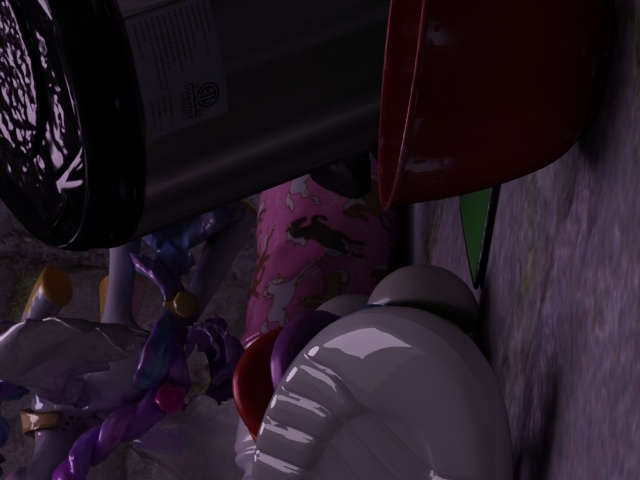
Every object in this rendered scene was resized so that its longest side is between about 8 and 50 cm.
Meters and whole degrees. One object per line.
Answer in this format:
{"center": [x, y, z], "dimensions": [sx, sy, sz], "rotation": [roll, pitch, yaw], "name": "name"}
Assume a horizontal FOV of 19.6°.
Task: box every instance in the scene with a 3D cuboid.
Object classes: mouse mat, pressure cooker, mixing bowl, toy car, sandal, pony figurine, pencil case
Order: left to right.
{"center": [-0.166, 0.114, 1.576], "dimensions": [0.351, 0.303, 0.363], "rotation": [-31, 33, 42], "name": "pony figurine"}
{"center": [-0.078, -0.211, 1.466], "dimensions": [0.375, 0.420, 0.370], "rotation": [58, 155, 20], "name": "pressure cooker"}
{"center": [0.000, 0.000, 1.799], "dimensions": [0.160, 0.167, 0.386], "rotation": [63, -158, -43], "name": "pencil case"}
{"center": [0.017, 0.096, 1.210], "dimensions": [0.182, 0.136, 0.159], "rotation": [-26, 52, 51], "name": "toy car"}
{"center": [0.043, 0.195, 1.085], "dimensions": [0.102, 0.169, 0.416], "rotation": [-31, -39, -41], "name": "sandal"}
{"center": [0.111, -0.071, 1.278], "dimensions": [0.189, 0.007, 0.152], "rotation": [-88, 5, -64], "name": "mouse mat"}
{"center": [0.088, -0.101, 0.925], "dimensions": [0.181, 0.098, 0.181], "rotation": [-175, 90, -86], "name": "mixing bowl"}

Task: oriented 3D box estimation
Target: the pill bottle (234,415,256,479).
{"center": [-0.004, 0.260, 1.339], "dimensions": [0.161, 0.161, 0.283], "rotation": [106, 170, -72], "name": "pill bottle"}
